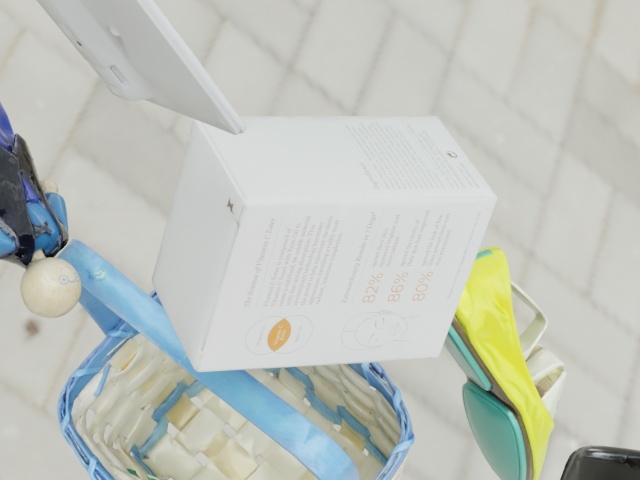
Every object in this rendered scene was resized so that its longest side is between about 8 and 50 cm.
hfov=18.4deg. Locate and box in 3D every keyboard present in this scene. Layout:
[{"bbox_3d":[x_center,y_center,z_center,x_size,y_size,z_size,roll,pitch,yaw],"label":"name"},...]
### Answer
[{"bbox_3d":[-0.108,-0.124,0.660,0.014,0.072,0.256,-56,135,-19],"label":"keyboard"}]

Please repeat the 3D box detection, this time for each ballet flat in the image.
[{"bbox_3d":[0.135,0.090,1.409,0.077,0.077,0.231,-38,134,-13],"label":"ballet flat"}]

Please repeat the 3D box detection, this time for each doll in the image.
[{"bbox_3d":[-0.200,-0.038,1.205,0.129,0.046,0.189,-16,80,-64],"label":"doll"}]

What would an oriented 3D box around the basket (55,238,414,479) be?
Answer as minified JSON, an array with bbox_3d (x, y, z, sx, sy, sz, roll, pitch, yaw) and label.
[{"bbox_3d":[-0.059,0.127,1.382,0.254,0.289,0.201,38,74,24],"label":"basket"}]

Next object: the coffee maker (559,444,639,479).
[{"bbox_3d":[0.082,0.144,0.471,0.178,0.120,0.171,-66,152,-16],"label":"coffee maker"}]

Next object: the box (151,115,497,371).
[{"bbox_3d":[0.000,0.000,1.207,0.170,0.130,0.091,-1,37,-27],"label":"box"}]
